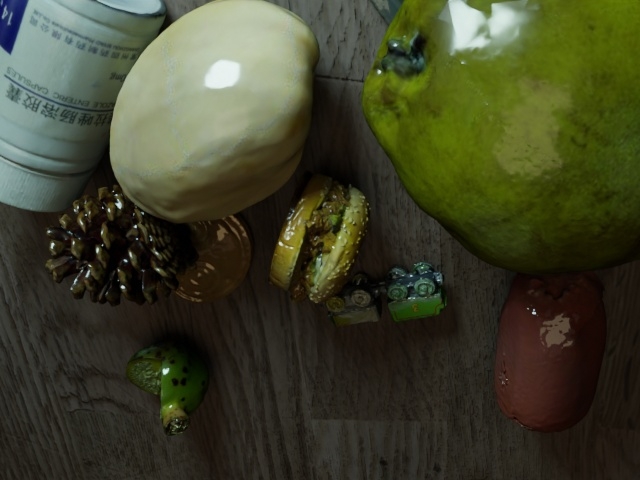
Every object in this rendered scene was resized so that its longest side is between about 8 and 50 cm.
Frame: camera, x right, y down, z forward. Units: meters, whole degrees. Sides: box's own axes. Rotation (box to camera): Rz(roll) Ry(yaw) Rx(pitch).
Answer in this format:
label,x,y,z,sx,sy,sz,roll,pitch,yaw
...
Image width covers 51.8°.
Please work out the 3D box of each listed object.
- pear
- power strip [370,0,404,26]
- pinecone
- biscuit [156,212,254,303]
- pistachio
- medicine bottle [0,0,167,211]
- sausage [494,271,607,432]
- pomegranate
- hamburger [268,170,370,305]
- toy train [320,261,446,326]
label,x,y,z,sx,sy,sz,roll,pitch,yaw
pear,0.255,-0.142,0.734,0.413,0.352,0.352,21,119,-8
power strip,0.129,-0.392,0.763,0.251,0.092,0.257,-34,110,21
pinecone,-0.296,0.010,0.960,0.212,0.169,0.185,-6,144,21
biscuit,-0.249,0.014,1.076,0.288,0.044,0.202,-1,117,9
pistachio,-0.130,-0.161,0.850,0.238,0.229,0.321,41,113,-18
medicine bottle,-0.359,-0.213,0.894,0.190,0.190,0.332,32,118,-6
sausage,0.338,0.160,0.975,0.152,0.152,0.280,4,118,9
pomegranate,-0.251,0.249,1.144,0.169,0.122,0.143,36,133,37
hamburger,-0.002,0.006,0.942,0.118,0.182,0.191,25,102,3
toy train,0.098,0.091,1.036,0.202,0.060,0.081,-12,120,19
